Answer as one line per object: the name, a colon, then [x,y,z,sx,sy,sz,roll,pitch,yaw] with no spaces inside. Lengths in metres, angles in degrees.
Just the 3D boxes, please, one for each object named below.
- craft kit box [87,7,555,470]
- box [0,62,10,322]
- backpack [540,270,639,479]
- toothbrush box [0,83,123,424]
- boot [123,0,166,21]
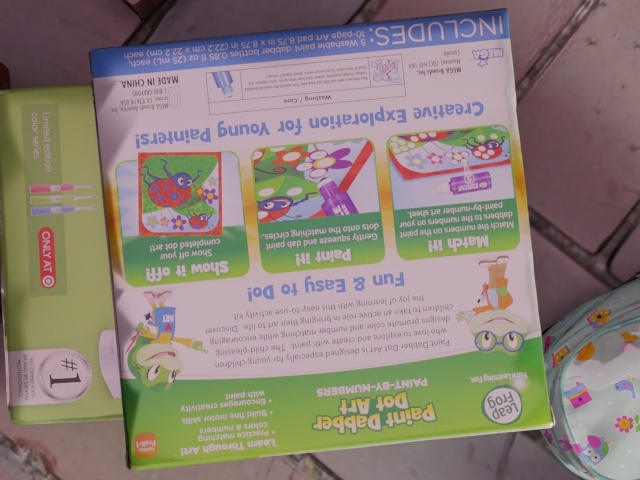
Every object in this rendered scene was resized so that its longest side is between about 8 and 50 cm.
craft kit box: [0.000,0.000,1.093,0.249,0.061,0.247,-5,85,-2]
box: [-0.244,-0.031,1.171,0.091,0.130,0.171,-4,88,0]
backpack: [0.220,0.080,1.184,0.182,0.115,0.152,-21,91,1]
toothbrush box: [-0.054,0.005,1.177,0.283,0.122,0.206,-4,88,0]
boot: [-0.106,-0.293,1.203,0.207,0.090,0.248,-35,88,-1]
